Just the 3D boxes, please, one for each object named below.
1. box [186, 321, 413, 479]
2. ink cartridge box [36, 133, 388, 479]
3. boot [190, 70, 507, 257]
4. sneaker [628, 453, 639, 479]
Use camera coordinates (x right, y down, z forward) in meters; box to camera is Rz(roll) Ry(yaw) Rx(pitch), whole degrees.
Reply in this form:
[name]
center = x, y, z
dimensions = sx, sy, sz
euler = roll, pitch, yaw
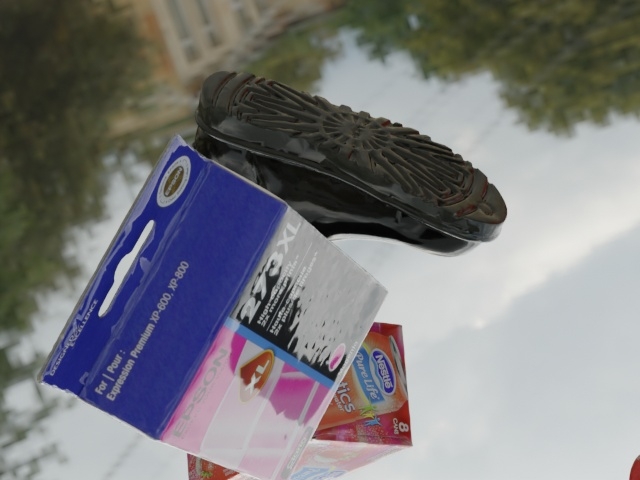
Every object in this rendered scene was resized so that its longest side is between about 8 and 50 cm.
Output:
[box]
center = -0.028, 0.174, 1.933
dimensions = 0.122, 0.128, 0.257
euler = 8, 156, -30
[ink cartridge box]
center = -0.059, 0.061, 1.325
dimensions = 0.069, 0.176, 0.371
euler = 27, 176, 22
[boot]
center = 0.001, -0.002, 1.974
dimensions = 0.348, 0.260, 0.131
euler = 24, -149, 13
[sneaker]
center = 0.296, 0.279, 1.789
dimensions = 0.118, 0.279, 0.107
euler = 12, -121, 21
